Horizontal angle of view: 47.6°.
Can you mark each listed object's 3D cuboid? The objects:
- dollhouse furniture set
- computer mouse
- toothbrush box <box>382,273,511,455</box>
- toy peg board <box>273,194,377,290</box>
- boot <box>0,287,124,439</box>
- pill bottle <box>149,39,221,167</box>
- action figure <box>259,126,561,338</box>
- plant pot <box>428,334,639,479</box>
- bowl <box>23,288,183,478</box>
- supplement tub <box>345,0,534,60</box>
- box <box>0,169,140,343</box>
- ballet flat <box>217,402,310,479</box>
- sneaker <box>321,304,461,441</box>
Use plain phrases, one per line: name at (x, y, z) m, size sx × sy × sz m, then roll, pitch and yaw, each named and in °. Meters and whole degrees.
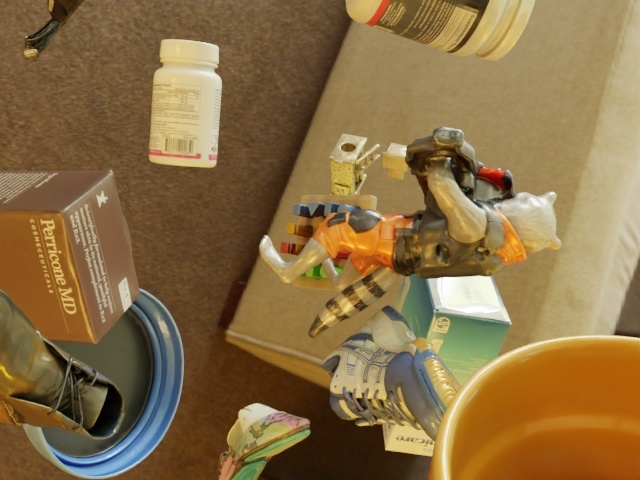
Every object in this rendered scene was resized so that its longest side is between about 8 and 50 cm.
dollhouse furniture set at (0.108, -0.119, 1.591) m, size 0.182 × 0.161 × 0.101 m, roll 87°, pitch 22°, yaw -44°
computer mouse at (-0.448, -0.390, 1.215) m, size 0.060 × 0.262 × 0.184 m, roll 39°, pitch 80°, yaw -24°
toothbrush box at (0.191, 0.181, 1.215) m, size 0.126 × 0.216 × 0.295 m, roll 11°, pitch 119°, yaw -7°
toy peg board at (0.000, 0.000, 1.200) m, size 0.079 × 0.161 × 0.160 m, roll 10°, pitch 85°, yaw -48°
boot at (-0.210, 0.098, 0.562) m, size 0.106 × 0.219 × 0.082 m, roll 15°, pitch 61°, yaw -2°
pill bottle at (-0.316, -0.319, 1.710) m, size 0.160 × 0.160 × 0.283 m, roll -1°, pitch 99°, yaw -41°
action figure at (0.140, 0.016, 0.920) m, size 0.341 × 0.330 × 0.178 m, roll 37°, pitch 43°, yaw -56°
plant pot at (0.143, 0.179, 0.331) m, size 0.205 × 0.205 × 0.187 m, roll -23°, pitch 130°, yaw -37°
bowl at (-0.444, 0.284, 1.496) m, size 0.391 × 0.077 × 0.391 m, roll 0°, pitch 90°, yaw -57°
supplement tub at (0.195, -0.419, 1.201) m, size 0.272 × 0.191 × 0.191 m, roll 14°, pitch 85°, yaw -15°
box at (-0.454, 0.016, 0.963) m, size 0.143 × 0.382 × 0.191 m, roll -67°, pitch 154°, yaw -61°
ballet flat at (-0.088, 0.265, 0.958) m, size 0.077 × 0.221 × 0.079 m, roll -5°, pitch 57°, yaw -35°
sneaker at (0.080, 0.171, 0.799) m, size 0.131 × 0.296 × 0.112 m, roll -35°, pitch 100°, yaw -3°
